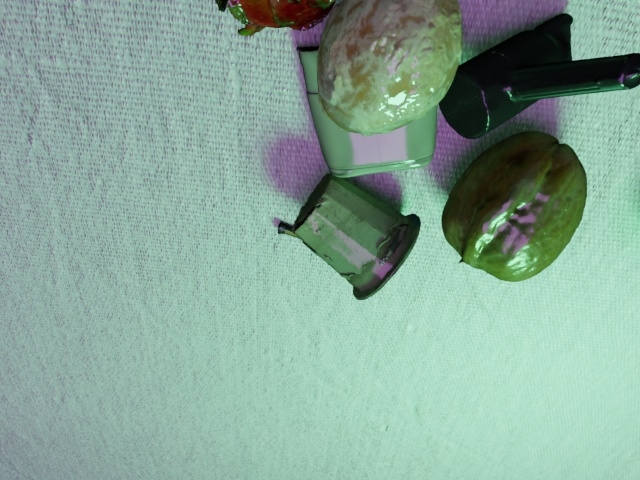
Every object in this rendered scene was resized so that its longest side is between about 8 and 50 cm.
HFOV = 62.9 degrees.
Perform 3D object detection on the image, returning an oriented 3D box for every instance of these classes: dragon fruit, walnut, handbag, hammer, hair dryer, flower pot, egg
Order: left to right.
[{"bbox_3d":[-0.094,-0.385,0.744,0.269,0.200,0.198,3,125,2],"label":"dragon fruit"},{"bbox_3d":[0.000,0.000,1.167,0.201,0.021,0.078,20,127,-14],"label":"hammer"},{"bbox_3d":[0.057,-0.015,1.046,0.202,0.212,0.212,32,124,-13],"label":"flower pot"},{"bbox_3d":[0.090,-0.275,0.921,0.241,0.109,0.315,-7,115,7],"label":"handbag"},{"bbox_3d":[0.097,-0.265,0.764,0.203,0.203,0.245,30,117,-20],"label":"egg"},{"bbox_3d":[0.361,-0.062,0.970,0.283,0.227,0.283,-32,147,-24],"label":"walnut"},{"bbox_3d":[0.355,-0.249,0.759,0.244,0.302,0.116,-33,114,-16],"label":"hair dryer"}]

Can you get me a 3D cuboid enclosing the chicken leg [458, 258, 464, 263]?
[{"bbox_3d":[0.416,0.007,1.128,0.234,0.063,0.105,-6,124,11],"label":"chicken leg"}]
